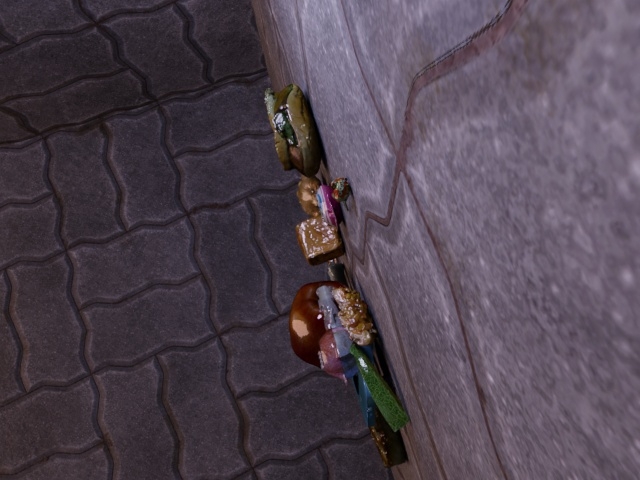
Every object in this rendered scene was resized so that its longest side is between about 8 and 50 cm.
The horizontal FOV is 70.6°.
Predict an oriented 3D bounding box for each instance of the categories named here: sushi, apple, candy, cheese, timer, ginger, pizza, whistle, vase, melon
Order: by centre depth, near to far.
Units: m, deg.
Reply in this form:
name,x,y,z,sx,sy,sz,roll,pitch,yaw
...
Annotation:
name,x,y,z,sx,sy,sz,roll,pitch,yaw
candy,0.056,-0.099,1.082,0.185,0.049,0.055,52,-130,-73
melon,0.167,0.399,1.280,0.262,0.053,0.114,57,-158,16
pizza,0.112,0.222,1.402,0.161,0.085,0.305,50,-171,-23
cheese,0.021,-0.117,1.407,0.244,0.062,0.155,-111,3,-67
whistle,0.044,0.296,1.426,0.142,0.133,0.346,43,-157,-46
sushi,0.209,0.487,1.451,0.220,0.047,0.231,76,177,-48
timer,0.156,0.455,1.497,0.250,0.091,0.232,-103,6,-50
apple,0.018,0.309,1.676,0.288,0.288,0.317,-111,21,-58
ginger,-0.021,-0.152,1.676,0.157,0.102,0.216,37,148,38
vase,0.086,0.205,1.878,0.096,0.096,0.219,79,177,-68

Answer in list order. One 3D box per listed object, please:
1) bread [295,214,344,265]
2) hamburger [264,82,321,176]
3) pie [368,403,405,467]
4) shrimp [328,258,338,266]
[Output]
name,x,y,z,sx,sy,sz,roll,pitch,yaw
bread,0.000,0.000,1.632,0.149,0.158,0.143,95,160,-72
hamburger,-0.078,-0.334,1.386,0.265,0.134,0.285,44,-146,-81
pie,0.241,0.732,1.773,0.355,0.103,0.288,82,172,-63
shrimp,0.054,0.080,2.146,0.132,0.051,0.187,94,162,-84
